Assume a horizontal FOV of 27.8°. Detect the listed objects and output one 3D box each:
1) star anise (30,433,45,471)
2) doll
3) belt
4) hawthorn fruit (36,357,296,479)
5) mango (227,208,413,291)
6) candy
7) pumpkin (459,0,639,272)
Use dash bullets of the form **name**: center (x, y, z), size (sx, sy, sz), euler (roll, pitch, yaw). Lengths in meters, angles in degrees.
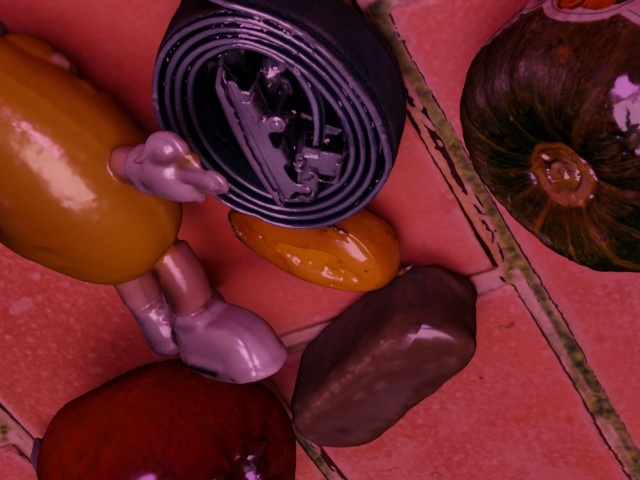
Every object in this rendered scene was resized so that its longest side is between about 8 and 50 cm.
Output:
- **star anise**: center (-0.216, 0.344, 1.547), size (0.359, 0.139, 0.316), euler (-36, 115, 22)
- **doll**: center (-0.196, -0.023, 1.202), size (0.348, 0.161, 0.423), euler (21, 150, 26)
- **belt**: center (-0.044, -0.129, 1.139), size (0.206, 0.116, 0.267), euler (-18, 126, 29)
- **hawthorn fruit**: center (-0.176, 0.254, 1.369), size (0.307, 0.265, 0.265), euler (-12, 127, 39)
- **mango**: center (0.000, 0.000, 1.272), size (0.187, 0.066, 0.101), euler (12, 138, 7)
- **candy**: center (0.065, 0.120, 1.333), size (0.102, 0.104, 0.234), euler (29, 129, -20)
- **pumpkin**: center (0.249, -0.098, 1.062), size (0.260, 0.189, 0.260), euler (36, 147, 29)
